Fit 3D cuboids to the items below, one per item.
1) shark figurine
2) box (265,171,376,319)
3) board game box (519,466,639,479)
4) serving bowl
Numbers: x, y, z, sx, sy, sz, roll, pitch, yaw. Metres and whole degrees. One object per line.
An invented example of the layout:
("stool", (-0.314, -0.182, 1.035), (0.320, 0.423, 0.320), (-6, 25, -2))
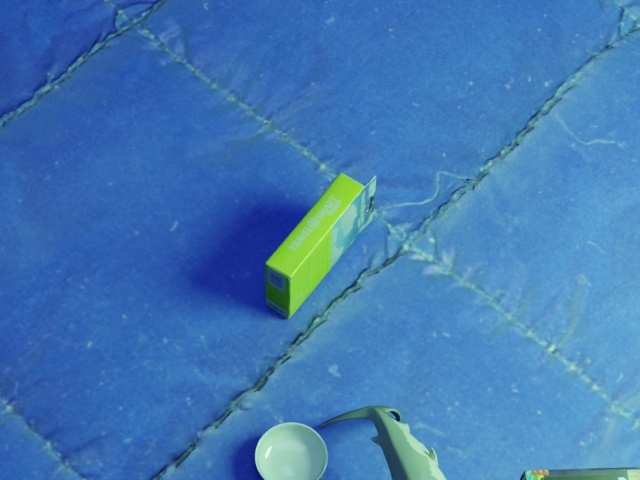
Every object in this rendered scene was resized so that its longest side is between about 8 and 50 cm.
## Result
("shark figurine", (0.088, 0.277, 1.676), (0.116, 0.166, 0.278), (-31, 65, -8))
("box", (0.000, 0.000, 1.852), (0.042, 0.109, 0.178), (32, 63, 16))
("board game box", (0.302, 0.341, 1.711), (0.141, 0.048, 0.170), (0, 60, -5))
("serving bowl", (-0.034, 0.252, 1.754), (0.083, 0.027, 0.083), (1, 61, -2))
